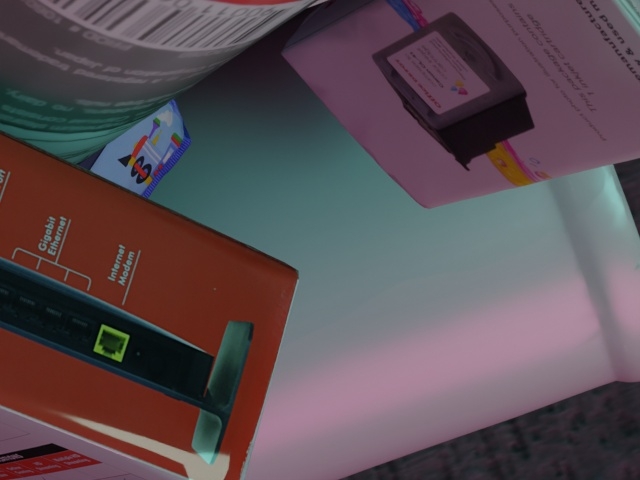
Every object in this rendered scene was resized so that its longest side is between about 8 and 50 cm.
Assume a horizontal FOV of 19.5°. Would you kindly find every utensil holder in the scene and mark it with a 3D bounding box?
[{"bbox_3d":[0.000,0.000,1.262,0.385,0.327,0.327,-21,175,6],"label":"utensil holder"}]

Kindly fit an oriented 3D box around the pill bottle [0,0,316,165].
[{"bbox_3d":[-0.101,-0.108,0.620,0.161,0.161,0.283,-18,175,-39],"label":"pill bottle"}]

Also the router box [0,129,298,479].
[{"bbox_3d":[-0.221,0.015,0.655,0.301,0.082,0.335,26,158,-27],"label":"router box"}]

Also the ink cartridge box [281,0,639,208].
[{"bbox_3d":[0.143,-0.143,0.886,0.226,0.131,0.306,-44,-170,-18],"label":"ink cartridge box"}]

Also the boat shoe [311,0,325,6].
[{"bbox_3d":[-0.002,-0.151,0.755,0.367,0.136,0.156,-23,175,39],"label":"boat shoe"}]

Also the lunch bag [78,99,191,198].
[{"bbox_3d":[-0.195,-0.025,0.984,0.293,0.138,0.221,-48,155,-5],"label":"lunch bag"}]
